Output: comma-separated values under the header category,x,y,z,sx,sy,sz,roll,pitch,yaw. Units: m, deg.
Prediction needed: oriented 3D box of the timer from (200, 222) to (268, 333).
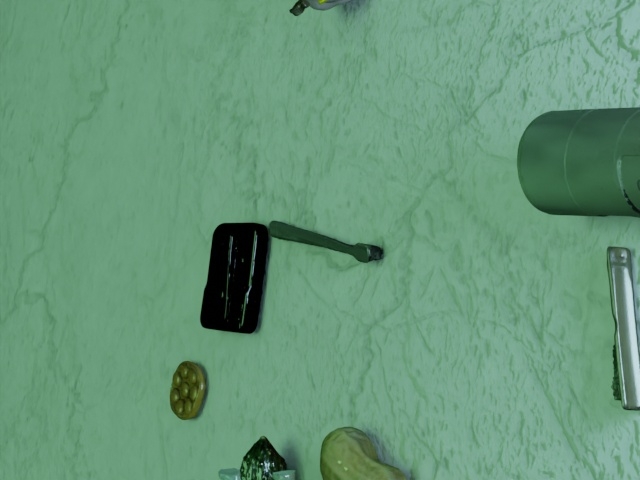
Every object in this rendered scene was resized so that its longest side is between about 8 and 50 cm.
category,x,y,z,sx,sy,sz,roll,pitch,yaw
timer,-0.153,0.062,2.060,0.144,0.055,0.187,0,81,54

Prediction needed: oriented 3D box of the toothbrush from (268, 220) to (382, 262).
category,x,y,z,sx,sy,sz,roll,pitch,yaw
toothbrush,0.000,0.000,1.890,0.297,0.030,0.030,14,102,55

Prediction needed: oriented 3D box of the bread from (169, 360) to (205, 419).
category,x,y,z,sx,sy,sz,roll,pitch,yaw
bread,-0.238,0.268,2.154,0.110,0.024,0.110,-18,67,50

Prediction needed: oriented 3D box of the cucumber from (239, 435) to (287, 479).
category,x,y,z,sx,sy,sz,roll,pitch,yaw
cucumber,-0.100,0.484,1.863,0.096,0.096,0.360,-4,76,53

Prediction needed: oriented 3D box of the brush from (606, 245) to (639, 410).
category,x,y,z,sx,sy,sz,roll,pitch,yaw
brush,0.348,0.102,1.390,0.027,0.034,0.190,146,124,-65

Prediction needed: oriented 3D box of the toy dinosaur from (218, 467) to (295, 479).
category,x,y,z,sx,sy,sz,roll,pitch,yaw
toy dinosaur,-0.059,0.419,1.724,0.393,0.092,0.206,-18,78,39

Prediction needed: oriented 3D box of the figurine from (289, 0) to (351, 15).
category,x,y,z,sx,sy,sz,roll,pitch,yaw
figurine,0.028,-0.446,1.894,0.137,0.112,0.229,38,99,42

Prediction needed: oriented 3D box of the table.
category,x,y,z,sx,sy,sz,roll,pitch,yaw
table,0.343,-0.088,1.358,0.220,0.126,0.126,4,85,54

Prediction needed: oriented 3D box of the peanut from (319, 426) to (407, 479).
category,x,y,z,sx,sy,sz,roll,pitch,yaw
peanut,0.061,0.339,1.674,0.099,0.090,0.214,-57,42,14
